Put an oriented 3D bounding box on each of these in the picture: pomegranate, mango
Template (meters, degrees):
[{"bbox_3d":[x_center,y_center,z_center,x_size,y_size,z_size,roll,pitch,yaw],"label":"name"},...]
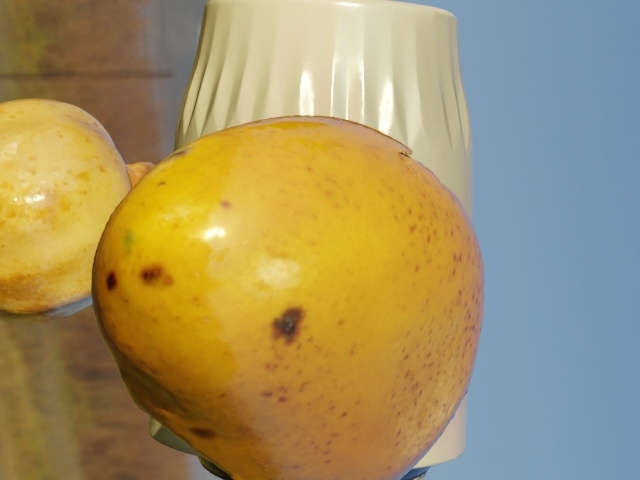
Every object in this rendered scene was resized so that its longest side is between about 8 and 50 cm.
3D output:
[{"bbox_3d":[-0.254,-0.029,1.272,0.207,0.207,0.207,177,-90,-81],"label":"pomegranate"},{"bbox_3d":[-0.011,0.030,0.740,0.160,0.191,0.290,37,-1,27],"label":"mango"}]

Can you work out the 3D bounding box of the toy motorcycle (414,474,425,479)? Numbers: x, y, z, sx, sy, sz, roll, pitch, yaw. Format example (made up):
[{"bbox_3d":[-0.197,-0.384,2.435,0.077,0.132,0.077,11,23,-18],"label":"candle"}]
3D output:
[{"bbox_3d":[-0.006,0.235,1.413,0.074,0.229,0.151,37,63,-63],"label":"toy motorcycle"}]

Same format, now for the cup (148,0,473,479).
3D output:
[{"bbox_3d":[0.000,0.000,1.167,0.253,0.253,0.371,-160,-106,-80],"label":"cup"}]
